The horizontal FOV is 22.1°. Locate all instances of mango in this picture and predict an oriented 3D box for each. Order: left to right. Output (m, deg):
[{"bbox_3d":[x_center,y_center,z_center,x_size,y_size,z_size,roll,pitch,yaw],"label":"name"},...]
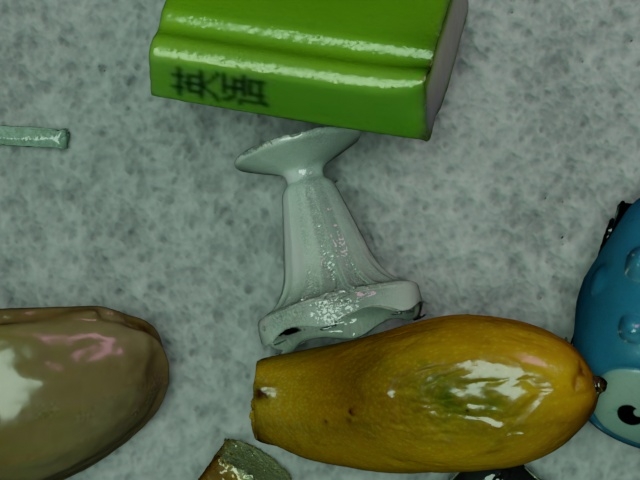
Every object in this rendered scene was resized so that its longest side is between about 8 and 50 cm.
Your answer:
[{"bbox_3d":[0.091,0.148,1.540,0.359,0.187,0.144,-8,67,32],"label":"mango"}]

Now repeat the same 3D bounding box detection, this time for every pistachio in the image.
[{"bbox_3d":[-0.279,0.160,1.611,0.261,0.163,0.212,-2,127,-12],"label":"pistachio"}]

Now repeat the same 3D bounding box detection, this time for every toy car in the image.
[{"bbox_3d":[0.334,0.075,1.523,0.188,0.190,0.255,20,92,6],"label":"toy car"}]

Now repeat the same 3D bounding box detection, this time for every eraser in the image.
[{"bbox_3d":[-0.006,-0.206,1.576,0.274,0.092,0.210,11,53,7],"label":"eraser"}]

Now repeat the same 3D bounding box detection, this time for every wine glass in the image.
[{"bbox_3d":[0.000,0.000,1.586,0.165,0.165,0.196,-16,78,5],"label":"wine glass"}]

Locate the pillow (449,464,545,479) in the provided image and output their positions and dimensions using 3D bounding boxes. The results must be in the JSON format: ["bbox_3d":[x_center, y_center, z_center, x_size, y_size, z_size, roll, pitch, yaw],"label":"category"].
[{"bbox_3d":[0.151,0.258,1.603,0.136,0.055,0.091,-42,116,6],"label":"pillow"}]

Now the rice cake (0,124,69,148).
[{"bbox_3d":[-0.319,-0.107,1.686,0.121,0.021,0.022,3,93,8],"label":"rice cake"}]

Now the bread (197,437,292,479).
[{"bbox_3d":[-0.080,0.247,1.621,0.083,0.077,0.070,34,103,6],"label":"bread"}]
